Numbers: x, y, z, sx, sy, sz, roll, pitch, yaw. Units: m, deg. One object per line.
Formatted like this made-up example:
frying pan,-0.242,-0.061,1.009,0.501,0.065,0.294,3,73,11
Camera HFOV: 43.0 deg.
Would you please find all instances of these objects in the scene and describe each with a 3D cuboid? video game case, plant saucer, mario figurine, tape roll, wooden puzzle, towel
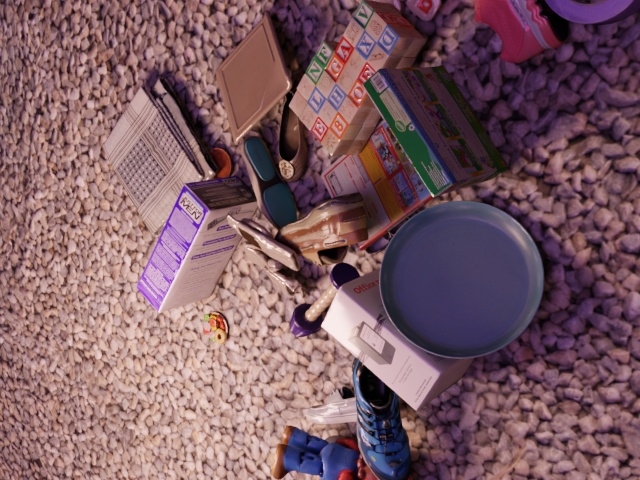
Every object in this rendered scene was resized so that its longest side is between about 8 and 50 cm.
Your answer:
video game case,0.136,-0.134,1.722,0.285,0.025,0.204,-39,66,36
plant saucer,0.275,0.077,1.596,0.317,0.044,0.318,-4,72,12
mario figurine,0.051,0.546,1.863,0.320,0.170,0.198,15,68,11
tape roll,0.475,-0.466,1.386,0.189,0.080,0.189,10,107,35
plant saucer,-0.250,-0.189,2.021,0.083,0.013,0.084,9,105,35
wooden puzzle,-0.151,-0.369,1.856,0.238,0.044,0.221,-42,53,39
towel,-0.430,-0.216,2.111,0.324,0.056,0.312,-40,75,36

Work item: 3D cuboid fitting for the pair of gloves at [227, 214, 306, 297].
pair of gloves,-0.123,0.043,1.886,0.204,0.042,0.240,37,161,23

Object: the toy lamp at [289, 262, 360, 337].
toy lamp,0.000,0.144,1.846,0.080,0.080,0.275,54,141,14

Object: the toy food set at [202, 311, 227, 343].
toy food set,-0.278,0.229,2.134,0.082,0.020,0.083,8,106,35

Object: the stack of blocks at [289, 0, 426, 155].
stack of blocks,0.070,-0.343,1.677,0.171,0.087,0.297,52,129,27

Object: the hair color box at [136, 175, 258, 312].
hair color box,-0.303,0.009,1.998,0.110,0.185,0.339,45,122,21

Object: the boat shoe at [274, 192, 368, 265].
boat shoe,0.000,0.000,1.767,0.324,0.122,0.120,-32,77,60

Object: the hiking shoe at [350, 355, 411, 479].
hiking shoe,0.123,0.383,1.747,0.113,0.132,0.304,-15,80,-1

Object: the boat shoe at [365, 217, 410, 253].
boat shoe,0.144,-0.011,1.759,0.125,0.038,0.046,-39,77,36

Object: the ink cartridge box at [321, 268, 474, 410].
ink cartridge box,0.170,0.194,1.688,0.273,0.198,0.115,40,122,23

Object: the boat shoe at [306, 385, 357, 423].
boat shoe,0.063,0.379,1.893,0.227,0.079,0.081,-12,87,31

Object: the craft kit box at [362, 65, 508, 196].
craft kit box,0.222,-0.213,1.526,0.061,0.246,0.250,-38,77,39

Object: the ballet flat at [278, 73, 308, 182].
ballet flat,-0.066,-0.252,1.844,0.084,0.058,0.250,20,112,32

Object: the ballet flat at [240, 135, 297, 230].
ballet flat,-0.126,-0.126,1.915,0.086,0.086,0.248,-24,85,37

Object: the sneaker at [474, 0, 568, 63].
sneaker,0.318,-0.466,1.479,0.136,0.116,0.314,-31,82,38

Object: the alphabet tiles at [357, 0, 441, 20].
alphabet tiles,0.165,-0.585,1.621,0.278,0.021,0.284,45,123,20
